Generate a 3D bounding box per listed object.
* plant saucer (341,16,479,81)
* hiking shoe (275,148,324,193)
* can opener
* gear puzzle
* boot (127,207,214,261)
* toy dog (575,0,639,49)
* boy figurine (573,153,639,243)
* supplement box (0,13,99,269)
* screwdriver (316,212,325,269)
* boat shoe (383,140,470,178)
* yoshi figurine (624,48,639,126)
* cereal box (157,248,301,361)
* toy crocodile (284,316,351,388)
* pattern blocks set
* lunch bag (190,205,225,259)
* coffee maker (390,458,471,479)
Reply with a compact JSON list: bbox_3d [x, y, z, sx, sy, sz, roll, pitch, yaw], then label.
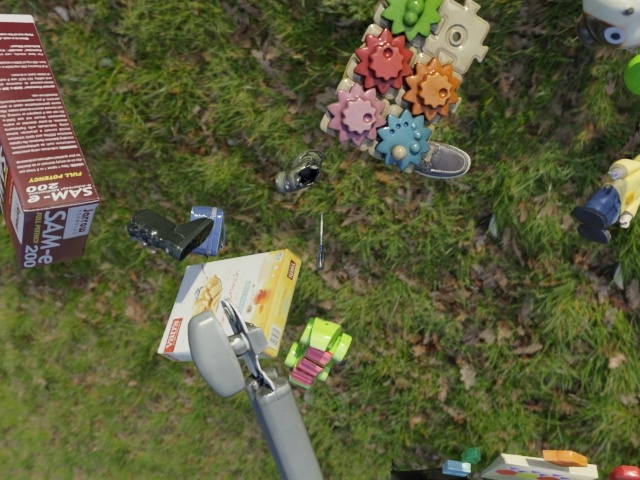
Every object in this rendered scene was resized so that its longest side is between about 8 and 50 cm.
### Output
[{"bbox_3d":[0.241,-0.558,1.624,0.333,0.333,0.081,176,75,-73],"label":"plant saucer"},{"bbox_3d":[-0.033,-0.204,1.700,0.114,0.227,0.086,5,128,33],"label":"hiking shoe"},{"bbox_3d":[-0.083,0.202,0.702,0.076,0.095,0.283,19,130,62],"label":"can opener"},{"bbox_3d":[0.147,-0.264,0.772,0.176,0.044,0.338,24,101,-19],"label":"gear puzzle"},{"bbox_3d":[-0.238,-0.020,0.902,0.099,0.121,0.045,28,125,7],"label":"boot"},{"bbox_3d":[0.675,-0.635,1.268,0.285,0.395,0.407,-2,88,20],"label":"toy dog"},{"bbox_3d":[0.717,-0.110,1.334,0.092,0.285,0.177,31,153,53],"label":"boy figurine"},{"bbox_3d":[-0.315,-0.105,0.607,0.130,0.073,0.239,-47,64,50],"label":"supplement box"},{"bbox_3d":[0.000,0.000,1.573,0.024,0.025,0.169,-15,68,35],"label":"screwdriver"},{"bbox_3d":[0.278,-0.241,1.610,0.285,0.092,0.102,19,102,16],"label":"boat shoe"},{"bbox_3d":[0.838,-0.376,1.405,0.203,0.362,0.203,39,132,1],"label":"yoshi figurine"},{"bbox_3d":[-0.154,0.111,0.941,0.240,0.173,0.047,-11,143,35],"label":"cereal box"},{"bbox_3d":[-0.017,0.284,1.379,0.115,0.105,0.340,27,141,0],"label":"toy crocodile"},{"bbox_3d":[0.407,0.431,1.059,0.325,0.026,0.285,14,146,-8],"label":"pattern blocks set"},{"bbox_3d":[-0.209,-0.013,1.054,0.065,0.067,0.098,7,99,-9],"label":"lunch bag"},{"bbox_3d":[0.251,0.557,1.274,0.178,0.171,0.120,-9,137,7],"label":"coffee maker"}]
